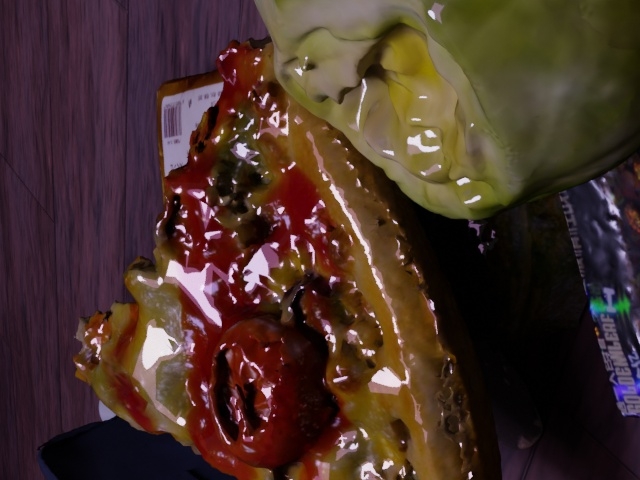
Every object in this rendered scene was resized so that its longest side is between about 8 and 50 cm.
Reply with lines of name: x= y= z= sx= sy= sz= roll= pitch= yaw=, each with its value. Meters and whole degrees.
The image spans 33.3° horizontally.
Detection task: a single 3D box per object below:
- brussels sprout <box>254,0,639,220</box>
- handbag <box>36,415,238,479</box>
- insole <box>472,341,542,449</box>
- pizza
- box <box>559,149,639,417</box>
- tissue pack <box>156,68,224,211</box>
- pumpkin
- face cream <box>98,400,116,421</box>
brussels sprout: x=0.077 y=-0.178 z=0.606 sx=0.344 sy=0.268 sz=0.344 roll=-25 pitch=57 yaw=47
handbag: x=-0.071 y=0.221 z=1.016 sx=0.269 sy=0.326 sz=0.118 roll=18 pitch=125 yaw=54
insole: x=0.114 y=0.083 z=0.957 sx=0.248 sy=0.011 sz=0.081 roll=55 pitch=142 yaw=27
pizza: x=-0.070 y=0.092 z=0.862 sx=0.406 sy=0.130 sz=0.439 roll=-23 pitch=87 yaw=36
box: x=0.279 y=0.000 z=0.586 sx=0.310 sy=0.084 sz=0.198 roll=-10 pitch=97 yaw=58
tissue pack: x=-0.088 y=-0.085 z=1.088 sx=0.226 sy=0.092 sz=0.183 roll=1 pitch=98 yaw=57
pumpkin: x=0.100 y=-0.045 z=0.824 sx=0.163 sy=0.111 sz=0.278 roll=-37 pitch=73 yaw=53
face cream: x=-0.191 y=0.230 z=1.461 sx=0.314 sy=0.089 sz=0.143 roll=-7 pitch=100 yaw=47
